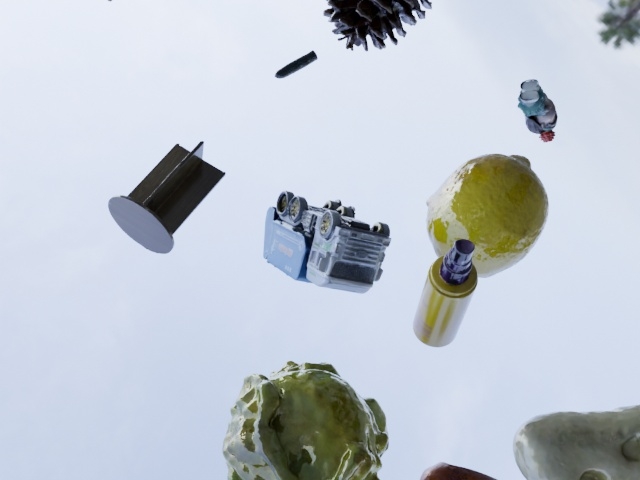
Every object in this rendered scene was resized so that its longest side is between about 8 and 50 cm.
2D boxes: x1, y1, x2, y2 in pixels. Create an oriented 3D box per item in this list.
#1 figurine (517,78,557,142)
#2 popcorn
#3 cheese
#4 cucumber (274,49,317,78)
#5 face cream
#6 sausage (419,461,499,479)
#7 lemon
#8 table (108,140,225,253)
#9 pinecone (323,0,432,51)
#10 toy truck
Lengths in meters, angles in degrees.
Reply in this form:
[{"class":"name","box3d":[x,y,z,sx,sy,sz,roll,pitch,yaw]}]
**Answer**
[{"class":"figurine","box3d":[0.303,-0.182,1.097,0.106,0.047,0.059,35,-141,-56]},{"class":"popcorn","box3d":[-0.031,0.369,1.367,0.312,0.312,0.312,26,-144,-21]},{"class":"cheese","box3d":[0.535,0.358,1.340,0.351,0.328,0.129,43,180,-5]},{"class":"cucumber","box3d":[-0.069,-0.478,2.159,0.133,0.032,0.032,-33,-109,-13]},{"class":"face cream","box3d":[0.202,0.079,1.242,0.078,0.273,0.078,1,-123,-2]},{"class":"sausage","box3d":[0.269,0.456,1.432,0.179,0.089,0.089,19,-142,-12]},{"class":"lemon","box3d":[0.340,-0.054,1.599,0.234,0.288,0.233,35,170,7]},{"class":"table","box3d":[-0.323,-0.107,1.708,0.167,0.167,0.226,38,-121,-4]},{"class":"pinecone","box3d":[0.112,-0.493,1.470,0.246,0.292,0.246,30,-170,-5]},{"class":"toy truck","box3d":[0.000,0.000,1.659,0.146,0.175,0.367,10,-172,-26]}]
